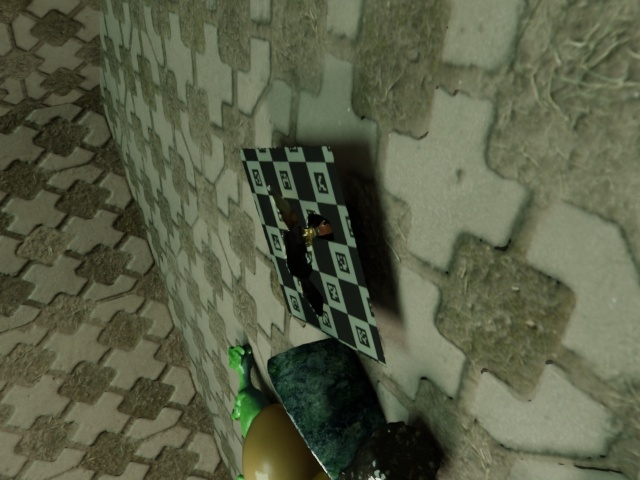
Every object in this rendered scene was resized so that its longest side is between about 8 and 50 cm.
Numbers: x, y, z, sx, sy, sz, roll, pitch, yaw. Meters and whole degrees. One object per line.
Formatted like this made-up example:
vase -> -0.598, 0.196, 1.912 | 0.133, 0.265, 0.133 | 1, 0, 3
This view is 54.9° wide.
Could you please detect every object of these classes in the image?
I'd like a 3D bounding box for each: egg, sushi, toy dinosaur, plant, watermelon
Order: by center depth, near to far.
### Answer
plant -> 0.102, 0.377, 0.967 | 0.129, 0.132, 0.195 | 37, 133, 12
sushi -> 0.000, 0.000, 1.037 | 0.359, 0.064, 0.343 | 15, 124, 62
watermelon -> 0.037, 0.318, 1.148 | 0.318, 0.148, 0.226 | 59, 176, -6
egg -> -0.081, 0.488, 1.396 | 0.201, 0.201, 0.245 | 104, 153, -51
toy dinosaur -> -0.124, 0.473, 1.650 | 0.500, 0.143, 0.375 | -11, 81, 58

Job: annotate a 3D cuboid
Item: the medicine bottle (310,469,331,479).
medicine bottle -> -0.003, 0.609, 1.186 | 0.238, 0.232, 0.238 | 50, 168, 15
